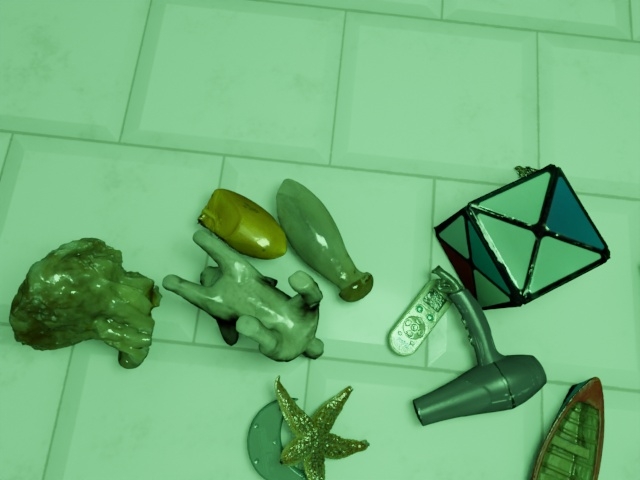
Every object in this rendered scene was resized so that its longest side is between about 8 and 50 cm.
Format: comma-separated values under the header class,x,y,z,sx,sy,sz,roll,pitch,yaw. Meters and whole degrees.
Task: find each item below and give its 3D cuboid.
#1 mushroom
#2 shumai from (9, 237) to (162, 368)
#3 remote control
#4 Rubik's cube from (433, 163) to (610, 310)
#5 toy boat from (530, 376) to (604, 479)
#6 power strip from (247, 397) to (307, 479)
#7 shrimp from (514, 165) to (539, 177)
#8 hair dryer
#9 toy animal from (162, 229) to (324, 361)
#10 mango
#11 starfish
class,x,y,z,sx,sy,sz,roll,pitch,yaw
mushroom,0.000,0.000,1.135,0.128,0.128,0.350,-37,83,-10
shumai,-0.478,0.158,0.995,0.262,0.314,0.267,34,65,2
remote control,0.248,0.188,1.136,0.078,0.042,0.221,39,77,8
Rubik's cube,0.456,0.002,1.084,0.246,0.248,0.250,-25,79,-8
toy boat,0.558,0.497,1.051,0.136,0.079,0.392,22,78,6
power strip,-0.096,0.476,1.052,0.137,0.044,0.216,-9,76,-5
shrimp,0.590,-0.132,1.227,0.101,0.042,0.190,-42,82,-3
hair dryer,0.324,0.234,1.085,0.301,0.121,0.361,-19,80,-1
toy animal,-0.149,0.155,1.050,0.344,0.303,0.194,25,70,29
mango,-0.183,-0.033,1.112,0.252,0.154,0.126,30,94,22
starfish,-0.004,0.428,1.048,0.231,0.048,0.295,-19,80,-28
